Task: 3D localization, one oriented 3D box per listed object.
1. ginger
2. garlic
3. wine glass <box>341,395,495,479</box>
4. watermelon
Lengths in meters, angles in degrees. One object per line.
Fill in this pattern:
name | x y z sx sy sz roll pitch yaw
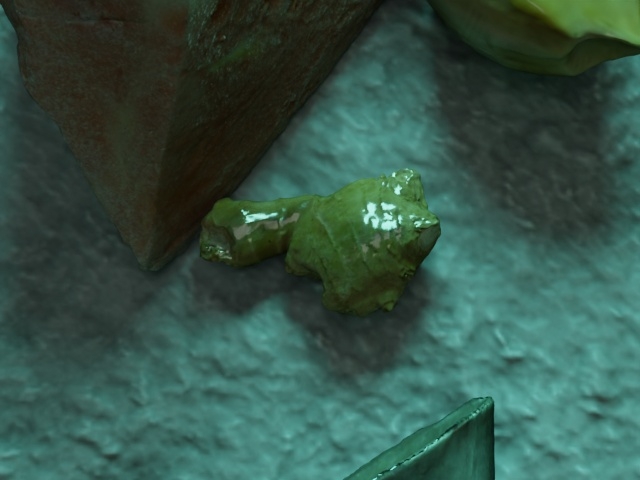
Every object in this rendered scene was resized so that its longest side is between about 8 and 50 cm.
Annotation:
ginger | 0.002 0.008 1.072 0.165 0.067 0.096 -9 77 11
garlic | 0.161 -0.265 1.075 0.196 0.151 0.338 15 68 11
wine glass | 0.101 0.319 0.916 0.267 0.267 0.406 -34 83 -2
watermelon | -0.066 -0.150 1.049 0.250 0.283 0.292 -19 104 16
